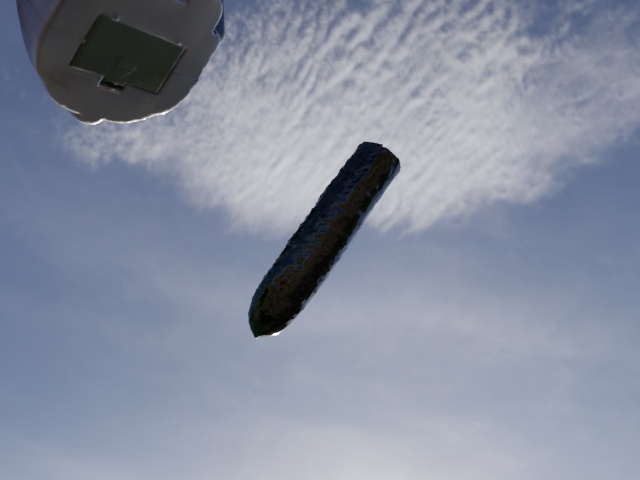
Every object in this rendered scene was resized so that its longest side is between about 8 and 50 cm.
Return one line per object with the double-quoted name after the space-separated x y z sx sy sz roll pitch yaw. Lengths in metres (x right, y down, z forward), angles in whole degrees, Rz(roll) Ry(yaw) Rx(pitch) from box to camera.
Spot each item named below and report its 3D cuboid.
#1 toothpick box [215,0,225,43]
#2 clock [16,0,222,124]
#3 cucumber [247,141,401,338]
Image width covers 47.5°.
-0.193 -0.360 0.990 0.120 0.120 0.184 -1 -77 2 "toothpick box"
-0.234 -0.262 0.724 0.188 0.254 0.189 -26 -27 -15 "clock"
0.000 0.000 0.413 0.032 0.133 0.032 30 -22 14 "cucumber"
